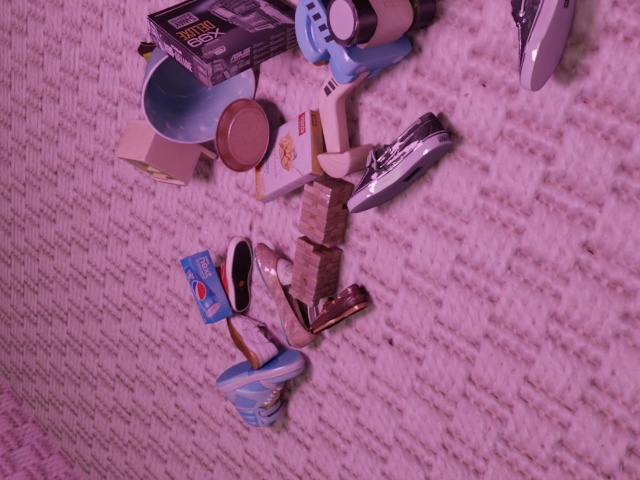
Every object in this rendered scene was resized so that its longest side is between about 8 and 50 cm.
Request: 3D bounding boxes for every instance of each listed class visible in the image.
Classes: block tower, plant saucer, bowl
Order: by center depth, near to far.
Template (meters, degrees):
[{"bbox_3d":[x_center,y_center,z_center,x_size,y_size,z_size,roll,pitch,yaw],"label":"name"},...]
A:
[{"bbox_3d":[0.000,0.000,1.904,0.091,0.097,0.336,29,120,35],"label":"block tower"},{"bbox_3d":[-0.201,-0.280,1.967,0.198,0.036,0.199,1,92,39],"label":"plant saucer"},{"bbox_3d":[-0.347,-0.435,1.985,0.163,0.311,0.312,61,139,39],"label":"bowl"}]

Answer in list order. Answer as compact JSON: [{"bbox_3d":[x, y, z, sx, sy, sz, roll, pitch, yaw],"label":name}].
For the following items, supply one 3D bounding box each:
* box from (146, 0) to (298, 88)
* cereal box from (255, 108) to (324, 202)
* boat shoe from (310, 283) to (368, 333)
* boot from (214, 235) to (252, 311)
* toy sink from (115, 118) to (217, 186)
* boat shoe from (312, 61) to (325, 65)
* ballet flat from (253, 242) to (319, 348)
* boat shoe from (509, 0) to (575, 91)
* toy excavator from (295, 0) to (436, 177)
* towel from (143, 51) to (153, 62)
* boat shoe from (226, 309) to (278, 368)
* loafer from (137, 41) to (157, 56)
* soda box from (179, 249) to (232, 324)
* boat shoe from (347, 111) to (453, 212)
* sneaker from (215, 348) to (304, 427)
[{"bbox_3d":[-0.228,-0.515,1.798,0.242,0.307,0.077,42,149,27],"label":"box"},{"bbox_3d":[-0.085,-0.215,1.905,0.240,0.047,0.173,-24,63,46],"label":"cereal box"},{"bbox_3d":[0.043,0.180,1.940,0.207,0.073,0.073,-36,76,37],"label":"boat shoe"},{"bbox_3d":[-0.292,0.078,2.222,0.176,0.088,0.244,28,125,37],"label":"boot"},{"bbox_3d":[-0.445,-0.241,2.132,0.152,0.234,0.131,14,80,41],"label":"toy sink"},{"bbox_3d":[-0.009,-0.503,1.786,0.056,0.048,0.153,-8,105,33],"label":"boat shoe"},{"bbox_3d":[-0.083,0.142,2.043,0.106,0.107,0.316,-20,95,26],"label":"ballet flat"},{"bbox_3d":[0.402,-0.432,1.358,0.102,0.108,0.301,24,117,37],"label":"boat shoe"},{"bbox_3d":[0.060,-0.411,1.660,0.433,0.222,0.445,63,149,7],"label":"toy excavator"},{"bbox_3d":[-0.446,-0.447,2.181,0.102,0.021,0.237,3,126,43],"label":"towel"},{"bbox_3d":[-0.207,0.284,2.204,0.277,0.096,0.098,44,149,51],"label":"boat shoe"},{"bbox_3d":[-0.456,-0.572,2.178,0.220,0.080,0.078,18,106,34],"label":"loafer"},{"bbox_3d":[-0.340,0.140,2.190,0.067,0.071,0.210,-16,96,55],"label":"soda box"},{"bbox_3d":[0.160,-0.175,1.676,0.306,0.113,0.105,-42,67,41],"label":"boat shoe"},{"bbox_3d":[-0.140,0.447,2.186,0.319,0.127,0.208,-21,106,35],"label":"sneaker"}]
